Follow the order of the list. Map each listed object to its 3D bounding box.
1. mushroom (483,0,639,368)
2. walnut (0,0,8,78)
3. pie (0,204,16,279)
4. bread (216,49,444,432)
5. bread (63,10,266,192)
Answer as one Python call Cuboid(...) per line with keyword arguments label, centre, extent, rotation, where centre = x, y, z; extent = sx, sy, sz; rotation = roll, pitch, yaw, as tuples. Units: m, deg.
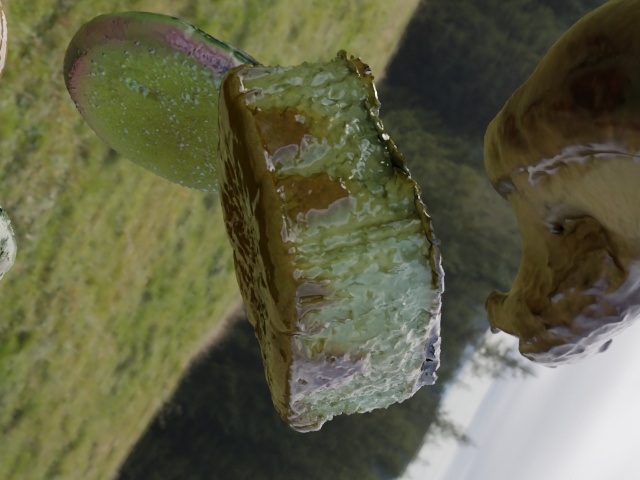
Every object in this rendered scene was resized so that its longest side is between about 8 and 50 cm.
Cuboid(label="mushroom", centre=(0.259, -0.015, 0.776), extent=(0.259, 0.345, 0.345), rotation=(-61, 174, -9))
Cuboid(label="walnut", centre=(-0.279, -0.092, 0.564), extent=(0.228, 0.228, 0.228), rotation=(-59, 173, -11))
Cuboid(label="pie", centre=(-0.433, 0.084, 0.851), extent=(0.395, 0.180, 0.418), rotation=(-35, 174, 14))
Cuboid(label="bread", centre=(0.000, 0.000, 0.463), extent=(0.140, 0.069, 0.128), rotation=(89, -15, -55))
Cuboid(label="bread", centre=(-0.125, -0.111, 0.978), extent=(0.228, 0.228, 0.033), rotation=(108, 5, -60))
